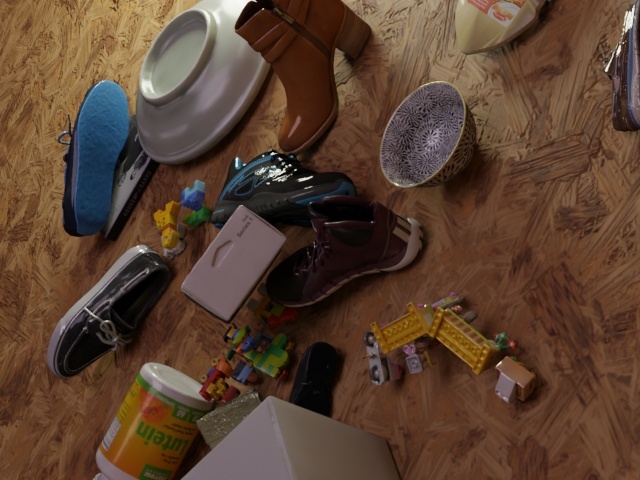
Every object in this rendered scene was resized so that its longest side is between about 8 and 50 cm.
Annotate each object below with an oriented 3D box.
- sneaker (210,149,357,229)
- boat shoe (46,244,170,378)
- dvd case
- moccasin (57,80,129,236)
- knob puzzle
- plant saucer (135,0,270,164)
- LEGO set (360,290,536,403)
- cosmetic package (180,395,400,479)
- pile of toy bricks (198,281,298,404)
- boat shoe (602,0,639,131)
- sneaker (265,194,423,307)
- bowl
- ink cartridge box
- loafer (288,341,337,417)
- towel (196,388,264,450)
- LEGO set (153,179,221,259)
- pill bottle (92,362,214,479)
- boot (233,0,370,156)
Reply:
[{"bbox_3d":[-0.068,-0.094,1.991,0.341,0.125,0.139,-6,70,49],"label":"sneaker"},{"bbox_3d":[-0.397,0.154,2.271,0.306,0.113,0.105,-47,44,-2],"label":"boat shoe"},{"bbox_3d":[-0.419,-0.136,2.530,0.238,0.029,0.179,-60,37,7],"label":"dvd case"},{"bbox_3d":[-0.499,-0.175,2.512,0.117,0.138,0.342,-15,58,50],"label":"moccasin"},{"bbox_3d":[0.278,-0.362,1.812,0.213,0.030,0.213,-27,51,38],"label":"knob puzzle"},{"bbox_3d":[-0.258,-0.348,2.376,0.400,0.100,0.400,-28,46,34],"label":"plant saucer"},{"bbox_3d":[0.185,0.133,1.612,0.287,0.107,0.132,-1,104,46],"label":"LEGO set"},{"bbox_3d":[-0.114,0.436,1.658,0.453,0.230,0.161,-44,40,24],"label":"cosmetic package"},{"bbox_3d":[-0.093,0.186,1.905,0.105,0.118,0.212,25,72,26],"label":"pile of toy bricks"},{"bbox_3d":[0.402,-0.228,1.553,0.066,0.066,0.183,-16,58,47],"label":"boat shoe"},{"bbox_3d":[0.000,0.000,1.793,0.281,0.162,0.106,-24,50,27],"label":"sneaker"},{"bbox_3d":[0.175,-0.142,1.768,0.170,0.080,0.170,-28,49,38],"label":"bowl"},{"bbox_3d":[-0.136,0.043,1.869,0.160,0.092,0.219,-55,1,-6],"label":"ink cartridge box"},{"bbox_3d":[-0.018,0.239,1.809,0.061,0.062,0.170,-25,44,69],"label":"loafer"},{"bbox_3d":[-0.126,0.303,1.874,0.148,0.027,0.110,-30,85,35],"label":"towel"},{"bbox_3d":[-0.247,-0.028,2.209,0.227,0.087,0.093,-34,46,36],"label":"LEGO set"},{"bbox_3d":[-0.293,0.342,2.006,0.136,0.136,0.245,34,97,53],"label":"pill bottle"},{"bbox_3d":[-0.055,-0.302,2.023,0.283,0.220,0.109,-60,37,6],"label":"boot"}]
